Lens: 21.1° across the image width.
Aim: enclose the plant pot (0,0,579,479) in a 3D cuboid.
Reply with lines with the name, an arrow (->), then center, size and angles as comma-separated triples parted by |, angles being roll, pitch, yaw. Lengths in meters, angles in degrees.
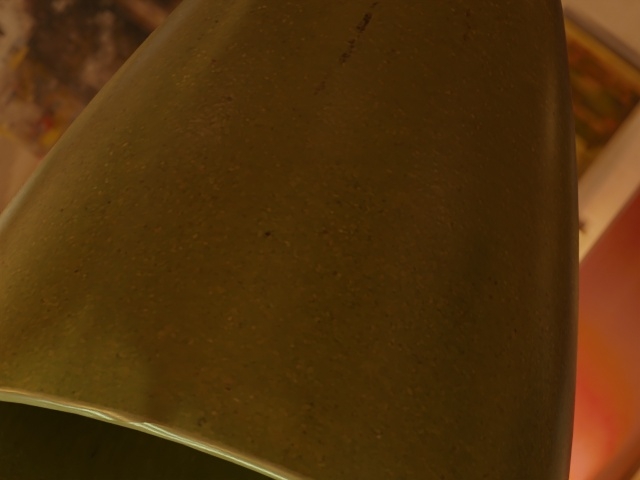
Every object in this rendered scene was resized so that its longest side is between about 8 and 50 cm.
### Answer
plant pot -> 0.000, 0.000, 0.723 | 0.274, 0.294, 0.275 | 17, 154, 8
